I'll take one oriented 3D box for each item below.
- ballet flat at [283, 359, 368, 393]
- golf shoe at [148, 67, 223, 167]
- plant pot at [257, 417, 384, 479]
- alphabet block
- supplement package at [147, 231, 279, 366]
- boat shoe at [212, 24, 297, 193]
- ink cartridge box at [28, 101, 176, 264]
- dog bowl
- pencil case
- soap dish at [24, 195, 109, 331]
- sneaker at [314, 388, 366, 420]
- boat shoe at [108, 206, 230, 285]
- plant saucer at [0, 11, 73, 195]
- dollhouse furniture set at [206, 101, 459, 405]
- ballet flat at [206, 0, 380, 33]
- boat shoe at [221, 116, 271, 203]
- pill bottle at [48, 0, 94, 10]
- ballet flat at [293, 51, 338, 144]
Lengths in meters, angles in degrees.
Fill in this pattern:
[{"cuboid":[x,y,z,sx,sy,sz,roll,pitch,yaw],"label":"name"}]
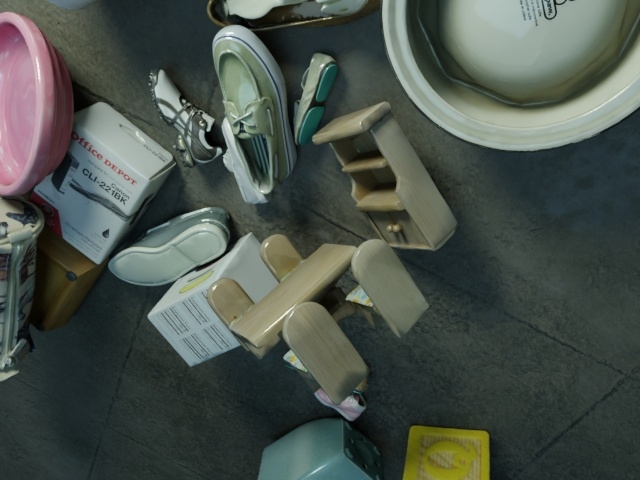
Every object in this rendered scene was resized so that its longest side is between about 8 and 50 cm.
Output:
[{"cuboid":[0.017,0.289,1.274,0.206,0.073,0.067,18,95,2],"label":"ballet flat"},{"cuboid":[-0.250,-0.239,1.040,0.093,0.077,0.198,-15,121,11],"label":"golf shoe"},{"cuboid":[0.018,0.588,1.339,0.248,0.247,0.252,44,105,-11],"label":"plant pot"},{"cuboid":[0.298,0.575,1.272,0.192,0.193,0.197,-2,118,16],"label":"alphabet block"},{"cuboid":[-0.209,0.122,1.156,0.203,0.194,0.149,-27,109,27],"label":"supplement package"},{"cuboid":[-0.111,-0.213,0.946,0.109,0.094,0.303,2,137,23],"label":"boat shoe"},{"cuboid":[-0.458,-0.115,1.139,0.197,0.114,0.273,39,121,-7],"label":"ink cartridge box"},{"cuboid":[0.295,-0.340,0.770,0.407,0.150,0.409,7,120,12],"label":"dog bowl"},{"cuboid":[-0.683,0.100,1.159,0.183,0.160,0.411,33,123,15],"label":"pencil case"},{"cuboid":[-0.664,0.070,1.304,0.228,0.118,0.291,39,121,-8],"label":"soap dish"},{"cuboid":[0.052,0.374,1.312,0.134,0.051,0.070,38,121,-11],"label":"sneaker"},{"cuboid":[-0.324,0.012,1.190,0.319,0.099,0.116,-19,129,26],"label":"boat shoe"},{"cuboid":[-0.565,-0.250,1.038,0.331,0.084,0.333,3,95,41],"label":"plant saucer"},{"cuboid":[0.000,0.000,0.899,0.257,0.394,0.362,55,160,-18],"label":"dollhouse furniture set"},{"cuboid":[-0.029,-0.386,0.852,0.341,0.124,0.116,-2,117,17],"label":"ballet flat"},{"cuboid":[-0.155,-0.152,1.066,0.063,0.066,0.184,-12,125,21],"label":"boat shoe"},{"cuboid":[-0.271,-0.518,0.785,0.407,0.229,0.229,-23,111,26],"label":"pill bottle"},{"cuboid":[-0.017,-0.253,0.978,0.052,0.057,0.168,40,123,25],"label":"ballet flat"}]
